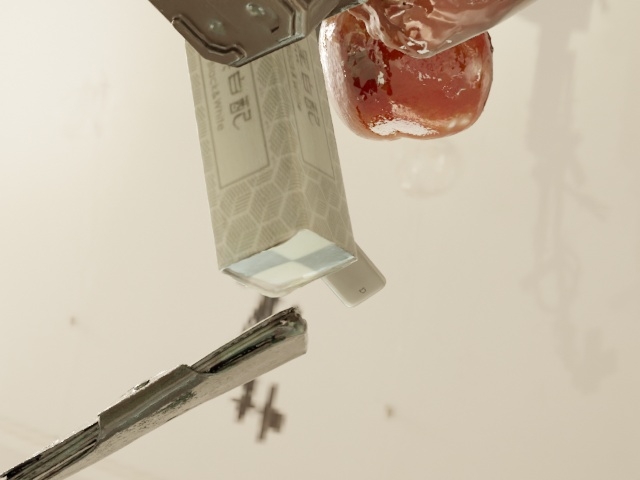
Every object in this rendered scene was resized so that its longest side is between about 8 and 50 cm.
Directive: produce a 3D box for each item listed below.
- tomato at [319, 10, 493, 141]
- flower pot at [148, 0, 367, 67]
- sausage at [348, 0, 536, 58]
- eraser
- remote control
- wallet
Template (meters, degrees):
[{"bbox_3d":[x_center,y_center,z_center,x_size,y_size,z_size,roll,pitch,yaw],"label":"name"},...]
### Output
[{"bbox_3d":[0.081,-0.214,1.618,0.233,0.200,0.140,-3,-172,37],"label":"tomato"},{"bbox_3d":[-0.088,-0.226,1.000,0.179,0.084,0.251,-15,131,45],"label":"flower pot"},{"bbox_3d":[0.151,-0.272,1.202,0.280,0.152,0.152,-33,-170,-5],"label":"sausage"},{"bbox_3d":[-0.057,-0.155,1.214,0.096,0.403,0.098,-22,153,25],"label":"eraser"},{"bbox_3d":[0.000,0.000,1.728,0.261,0.067,0.029,49,-170,-40],"label":"remote control"},{"bbox_3d":[-0.154,0.154,1.279,0.318,0.045,0.172,-29,173,-5],"label":"wallet"}]
